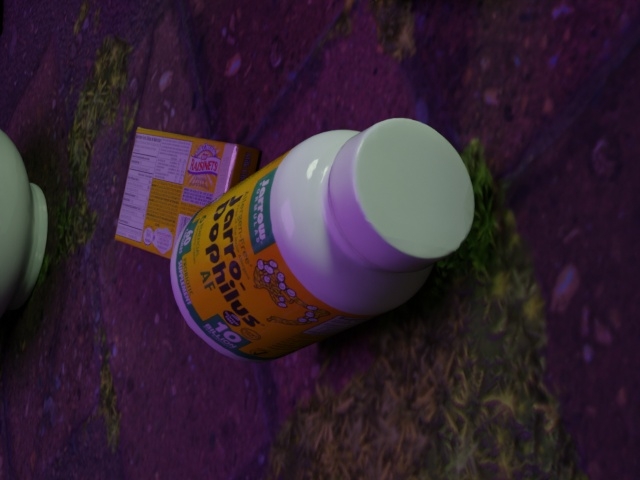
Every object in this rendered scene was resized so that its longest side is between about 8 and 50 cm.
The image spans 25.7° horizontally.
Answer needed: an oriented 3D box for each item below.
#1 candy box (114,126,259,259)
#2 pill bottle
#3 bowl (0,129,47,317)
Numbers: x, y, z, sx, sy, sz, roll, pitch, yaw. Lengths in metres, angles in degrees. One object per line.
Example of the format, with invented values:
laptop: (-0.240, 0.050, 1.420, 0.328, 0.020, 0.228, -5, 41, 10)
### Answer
candy box: (-0.117, -0.036, 1.183, 0.206, 0.027, 0.105, 16, 92, 59)
pill bottle: (0.000, 0.000, 0.884, 0.208, 0.117, 0.118, -27, 58, 53)
bowl: (-0.382, -0.004, 1.516, 0.298, 0.134, 0.298, -27, 58, 55)
